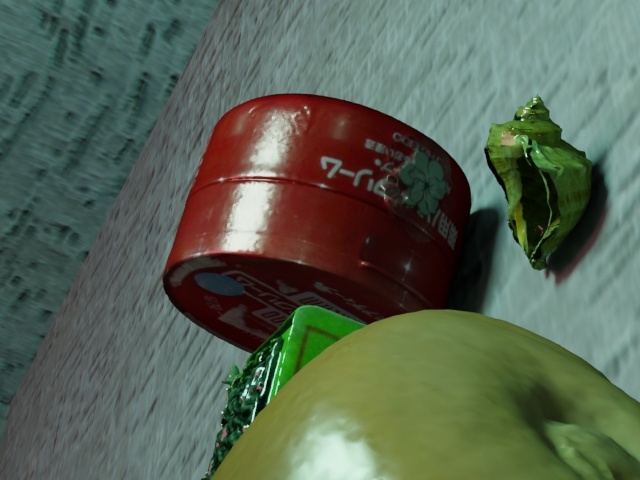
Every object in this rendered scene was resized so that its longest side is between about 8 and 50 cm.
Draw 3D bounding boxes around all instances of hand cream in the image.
[{"bbox_3d":[0.000,0.000,1.277,0.230,0.230,0.149,-41,30,59],"label":"hand cream"}]

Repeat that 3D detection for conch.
[{"bbox_3d":[0.146,-0.039,1.108,0.089,0.074,0.121,-29,-60,-80],"label":"conch"}]

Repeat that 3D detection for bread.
[{"bbox_3d":[0.029,0.245,0.757,0.376,0.253,0.348,-64,32,22],"label":"bread"}]

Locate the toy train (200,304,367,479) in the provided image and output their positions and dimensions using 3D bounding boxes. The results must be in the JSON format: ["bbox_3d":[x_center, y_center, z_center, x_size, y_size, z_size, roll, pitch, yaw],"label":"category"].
[{"bbox_3d":[0.020,0.172,1.041,0.132,0.188,0.243,132,155,-56],"label":"toy train"}]
